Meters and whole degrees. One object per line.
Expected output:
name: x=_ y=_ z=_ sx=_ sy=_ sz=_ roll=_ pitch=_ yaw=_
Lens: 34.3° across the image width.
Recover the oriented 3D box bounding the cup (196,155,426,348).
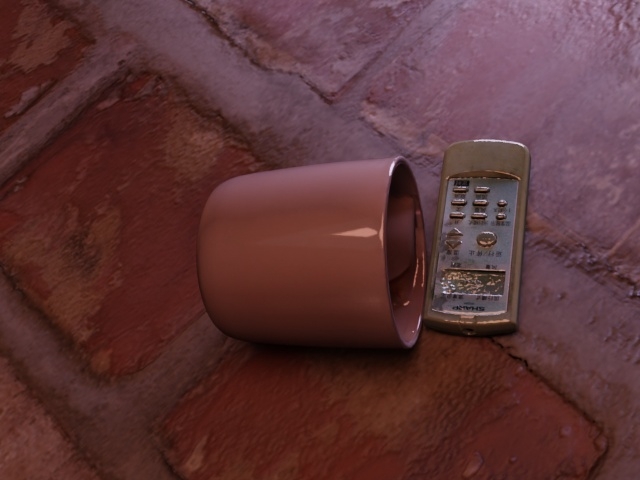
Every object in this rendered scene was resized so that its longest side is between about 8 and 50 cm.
cup: x=0.000 y=0.000 z=1.087 sx=0.200 sy=0.191 sz=0.253 roll=-2 pitch=29 yaw=18

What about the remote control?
remote control: x=0.171 y=-0.008 z=1.116 sx=0.098 sy=0.038 sz=0.233 roll=1 pitch=61 yaw=17
